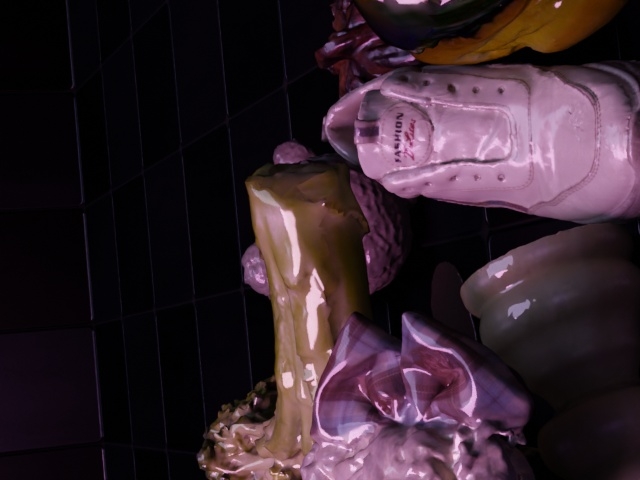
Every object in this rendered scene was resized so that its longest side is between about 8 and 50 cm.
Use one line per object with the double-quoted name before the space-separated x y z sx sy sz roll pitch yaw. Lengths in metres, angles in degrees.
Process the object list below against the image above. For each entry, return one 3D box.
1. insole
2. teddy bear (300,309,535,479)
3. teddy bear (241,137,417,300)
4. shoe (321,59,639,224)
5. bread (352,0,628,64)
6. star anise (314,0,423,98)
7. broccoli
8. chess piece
"insole" 0.152 0.179 1.412 0.111 0.007 0.328 143 120 -62
"teddy bear" 0.140 0.274 1.096 0.327 0.375 0.362 0 73 48
"teddy bear" 0.001 0.000 1.571 0.267 0.151 0.236 -30 72 61
"shoe" 0.129 -0.081 1.154 0.342 0.210 0.132 -162 71 -66
"bread" 0.125 -0.314 1.095 0.251 0.208 0.377 -21 65 25
"star anise" 0.037 -0.192 1.514 0.272 0.102 0.272 175 90 -71
"broccoli" 0.003 0.135 1.328 0.353 0.275 0.397 -36 96 32
"chess piece" 0.218 0.128 1.086 0.251 0.144 0.144 70 154 21
